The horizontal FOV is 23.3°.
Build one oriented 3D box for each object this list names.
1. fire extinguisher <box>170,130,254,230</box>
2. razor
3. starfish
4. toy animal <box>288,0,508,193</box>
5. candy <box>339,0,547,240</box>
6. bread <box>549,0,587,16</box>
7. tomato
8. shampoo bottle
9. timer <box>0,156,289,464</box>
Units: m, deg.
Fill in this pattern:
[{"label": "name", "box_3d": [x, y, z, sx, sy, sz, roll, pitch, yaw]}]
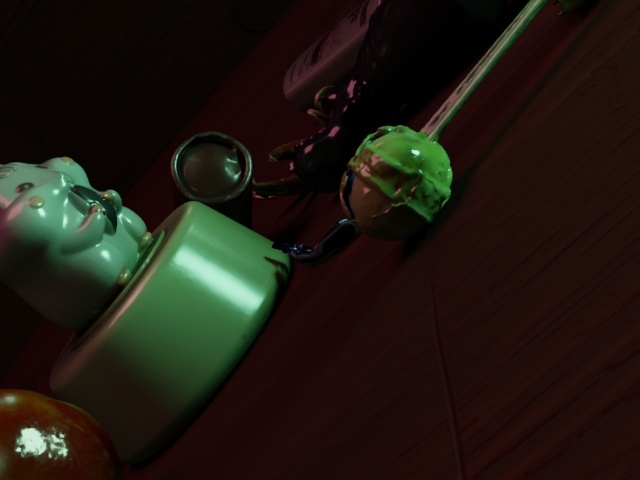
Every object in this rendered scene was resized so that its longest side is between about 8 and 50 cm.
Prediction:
[{"label": "fire extinguisher", "box_3d": [-0.132, -0.028, 1.849, 0.104, 0.105, 0.269, -56, -11, -21]}, {"label": "razor", "box_3d": [-0.001, 0.005, 1.553, 0.154, 0.044, 0.028, 157, 120, -64]}, {"label": "starfish", "box_3d": [-0.027, -0.098, 1.871, 0.190, 0.074, 0.146, -47, 13, 31]}, {"label": "toy animal", "box_3d": [0.088, -0.203, 1.667, 0.343, 0.106, 0.168, -52, 16, 35]}, {"label": "candy", "box_3d": [0.136, -0.141, 1.285, 0.335, 0.092, 0.093, -52, -16, 5]}, {"label": "bread", "box_3d": [0.268, -0.315, 1.319, 0.269, 0.087, 0.098, -49, 10, 15]}, {"label": "tomato", "box_3d": [-0.246, 0.237, 1.417, 0.233, 0.140, 0.200, 58, -157, -74]}, {"label": "shampoo bottle", "box_3d": [0.065, -0.280, 2.080, 0.134, 0.078, 0.359, -54, 10, -26]}, {"label": "timer", "box_3d": [-0.236, 0.034, 1.661, 0.291, 0.315, 0.291, -48, 11, 13]}]
